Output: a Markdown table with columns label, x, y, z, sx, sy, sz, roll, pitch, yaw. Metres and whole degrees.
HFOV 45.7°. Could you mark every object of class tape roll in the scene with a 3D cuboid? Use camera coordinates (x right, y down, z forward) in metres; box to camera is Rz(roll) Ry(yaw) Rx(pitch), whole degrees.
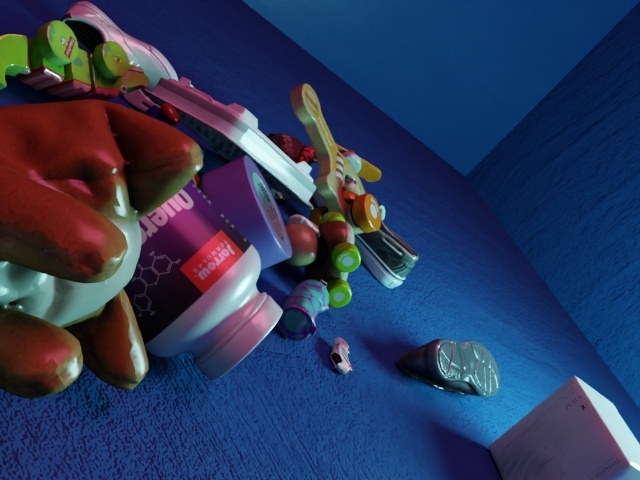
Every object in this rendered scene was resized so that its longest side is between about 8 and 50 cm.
| label | x | y | z | sx | sy | sz | roll | pitch | yaw |
| --- | --- | --- | --- | --- | --- | --- | --- | --- | --- |
| tape roll | -0.122 | -0.043 | 1.280 | 0.189 | 0.080 | 0.189 | -23 | 90 | -84 |

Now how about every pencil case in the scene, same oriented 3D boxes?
| label | x | y | z | sx | sy | sz | roll | pitch | yaw |
| --- | --- | --- | --- | --- | --- | --- | --- | --- | --- |
| pencil case | -0.026 | 0.114 | 1.272 | 0.070 | 0.065 | 0.152 | 27 | 18 | 4 |

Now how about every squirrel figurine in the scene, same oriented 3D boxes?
| label | x | y | z | sx | sy | sz | roll | pitch | yaw |
| --- | --- | --- | --- | --- | --- | --- | --- | --- | --- |
| squirrel figurine | -0.356 | -0.010 | 0.643 | 0.397 | 0.281 | 0.370 | 34 | 26 | 15 |

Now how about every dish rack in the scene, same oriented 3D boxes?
| label | x | y | z | sx | sy | sz | roll | pitch | yaw |
| --- | --- | --- | --- | --- | --- | --- | --- | --- | --- |
| dish rack | -0.156 | -0.195 | 1.456 | 0.285 | 0.072 | 0.333 | 32 | -3 | 36 |

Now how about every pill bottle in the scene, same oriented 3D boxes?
| label | x | y | z | sx | sy | sz | roll | pitch | yaw |
| --- | --- | --- | --- | --- | --- | --- | --- | --- | --- |
| pill bottle | -0.200 | 0.012 | 0.922 | 0.323 | 0.181 | 0.181 | 47 | 18 | -7 |

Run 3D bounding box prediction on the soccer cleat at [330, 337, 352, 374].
| label | x | y | z | sx | sy | sz | roll | pitch | yaw |
| --- | --- | --- | --- | --- | --- | --- | --- | --- | --- |
| soccer cleat | 0.031 | 0.191 | 1.282 | 0.035 | 0.029 | 0.083 | 37 | 23 | -32 |

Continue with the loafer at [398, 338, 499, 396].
| label | x | y | z | sx | sy | sz | roll | pitch | yaw |
| --- | --- | --- | --- | --- | --- | --- | --- | --- | --- |
| loafer | 0.266 | 0.256 | 1.538 | 0.302 | 0.095 | 0.109 | 25 | 59 | -50 |

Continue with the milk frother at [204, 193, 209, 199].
| label | x | y | z | sx | sy | sz | roll | pitch | yaw |
| --- | --- | --- | --- | --- | --- | --- | --- | --- | --- |
| milk frother | -0.231 | 0.004 | 1.051 | 0.134 | 0.129 | 0.143 | 7 | 56 | -1 |

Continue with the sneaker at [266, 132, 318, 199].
| label | x | y | z | sx | sy | sz | roll | pitch | yaw |
| --- | --- | --- | --- | --- | --- | --- | --- | --- | --- |
| sneaker | -0.093 | -0.175 | 1.728 | 0.135 | 0.098 | 0.276 | 33 | 24 | 0 |

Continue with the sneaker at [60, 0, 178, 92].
| label | x | y | z | sx | sy | sz | roll | pitch | yaw |
| --- | --- | --- | --- | --- | --- | --- | --- | --- | --- |
| sneaker | -0.410 | -0.371 | 1.533 | 0.258 | 0.094 | 0.091 | 35 | 38 | -12 |

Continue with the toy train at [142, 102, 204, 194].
| label | x | y | z | sx | sy | sz | roll | pitch | yaw |
| --- | --- | --- | --- | --- | --- | --- | --- | --- | --- |
| toy train | -0.231 | -0.110 | 1.310 | 0.248 | 0.105 | 0.143 | 57 | 8 | 32 |

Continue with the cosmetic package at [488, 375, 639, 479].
| label | x | y | z | sx | sy | sz | roll | pitch | yaw |
| --- | --- | --- | --- | --- | --- | --- | --- | --- | --- |
| cosmetic package | 0.458 | 0.413 | 1.373 | 0.138 | 0.224 | 0.225 | 35 | 20 | -26 |

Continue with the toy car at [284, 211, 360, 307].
| label | x | y | z | sx | sy | sz | roll | pitch | yaw |
| --- | --- | --- | --- | --- | --- | --- | --- | --- | --- |
| toy car | -0.039 | 0.026 | 1.411 | 0.188 | 0.149 | 0.155 | 6 | 26 | -14 |

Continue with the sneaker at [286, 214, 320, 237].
| label | x | y | z | sx | sy | sz | roll | pitch | yaw |
| --- | --- | --- | --- | --- | --- | --- | --- | --- | --- |
| sneaker | 0.000 | 0.000 | 1.595 | 0.158 | 0.061 | 0.065 | 45 | 12 | 1 |

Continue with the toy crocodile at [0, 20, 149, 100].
| label | x | y | z | sx | sy | sz | roll | pitch | yaw |
| --- | --- | --- | --- | --- | --- | --- | --- | --- | --- |
| toy crocodile | -0.415 | -0.279 | 1.256 | 0.340 | 0.115 | 0.105 | -1 | 81 | -66 |

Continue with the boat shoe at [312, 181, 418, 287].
| label | x | y | z | sx | sy | sz | roll | pitch | yaw |
| --- | --- | --- | --- | --- | --- | --- | --- | --- | --- |
| boat shoe | 0.112 | -0.042 | 1.821 | 0.335 | 0.119 | 0.121 | 50 | 19 | 18 |

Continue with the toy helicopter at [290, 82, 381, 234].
| label | x | y | z | sx | sy | sz | roll | pitch | yaw |
| --- | --- | --- | --- | --- | --- | --- | --- | --- | --- |
| toy helicopter | 0.031 | -0.182 | 1.674 | 0.355 | 0.140 | 0.235 | 65 | 28 | -18 |

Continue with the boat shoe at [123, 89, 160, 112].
| label | x | y | z | sx | sy | sz | roll | pitch | yaw |
| --- | --- | --- | --- | --- | --- | --- | --- | --- | --- |
| boat shoe | -0.353 | -0.274 | 1.504 | 0.100 | 0.035 | 0.035 | 35 | -8 | -12 |
